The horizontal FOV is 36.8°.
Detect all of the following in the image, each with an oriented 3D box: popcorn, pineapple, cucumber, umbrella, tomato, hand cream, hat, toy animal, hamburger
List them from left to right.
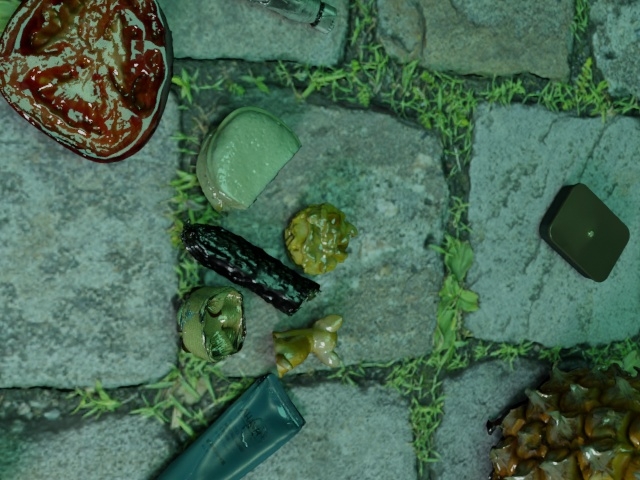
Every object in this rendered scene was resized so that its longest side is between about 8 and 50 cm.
[{"bbox_3d":[-0.221,-0.175,0.934,0.166,0.082,0.174,34,84,-22],"label":"tomato"},{"bbox_3d":[-0.121,0.086,1.025,0.076,0.059,0.077,-28,122,-58],"label":"hat"},{"bbox_3d":[-0.115,0.243,1.056,0.224,0.048,0.083,-40,109,-24],"label":"hand cream"},{"bbox_3d":[-0.084,-0.094,1.032,0.121,0.054,0.084,-46,109,-19],"label":"hamburger"},{"bbox_3d":[-0.077,0.029,1.047,0.181,0.053,0.053,33,80,-25],"label":"cucumber"},{"bbox_3d":[-0.062,-0.274,1.025,0.188,0.046,0.050,20,124,-27],"label":"umbrella"},{"bbox_3d":[-0.012,0.118,1.079,0.083,0.081,0.061,-9,97,-6],"label":"toy animal"},{"bbox_3d":[0.000,0.000,1.080,0.083,0.057,0.082,39,78,-28],"label":"popcorn"},{"bbox_3d":[0.396,0.328,1.191,0.352,0.300,0.353,-7,104,-27],"label":"pineapple"}]

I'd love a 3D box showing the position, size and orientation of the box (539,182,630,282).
[{"bbox_3d":[0.348,-0.010,1.274,0.126,0.031,0.091,37,78,-26],"label":"box"}]
